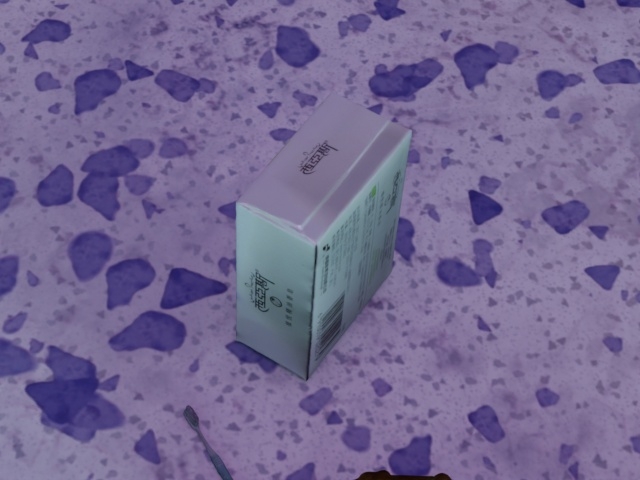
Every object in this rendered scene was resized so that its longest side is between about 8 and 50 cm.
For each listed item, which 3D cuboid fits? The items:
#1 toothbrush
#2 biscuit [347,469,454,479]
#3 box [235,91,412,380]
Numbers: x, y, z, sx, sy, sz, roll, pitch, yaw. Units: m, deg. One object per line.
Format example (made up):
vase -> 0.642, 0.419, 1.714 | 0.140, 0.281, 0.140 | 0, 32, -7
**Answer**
toothbrush -> -0.106, 0.244, 1.457 | 0.011, 0.014, 0.167 | -18, 57, -28
biscuit -> 0.069, 0.349, 1.306 | 0.366, 0.115, 0.268 | -10, 41, -19
box -> 0.000, 0.000, 1.497 | 0.111, 0.260, 0.194 | 27, 54, 19
